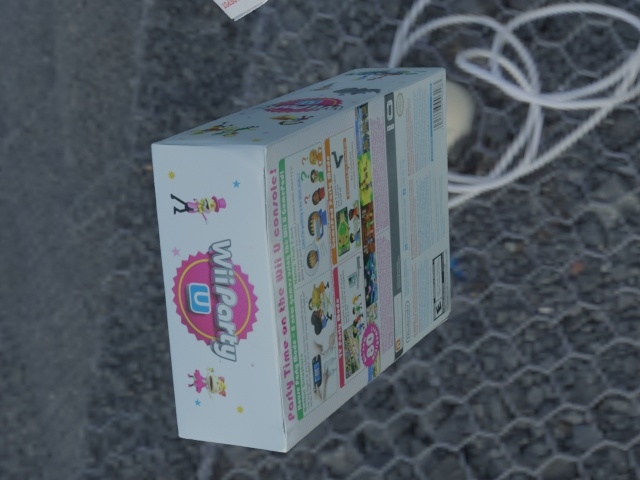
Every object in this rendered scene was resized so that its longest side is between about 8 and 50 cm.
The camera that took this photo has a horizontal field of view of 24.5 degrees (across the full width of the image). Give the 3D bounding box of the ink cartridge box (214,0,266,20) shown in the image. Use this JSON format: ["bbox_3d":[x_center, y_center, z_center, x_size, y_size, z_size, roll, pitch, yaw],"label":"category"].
[{"bbox_3d":[-0.125,-0.363,1.736,0.082,0.190,0.139,-50,15,-16],"label":"ink cartridge box"}]

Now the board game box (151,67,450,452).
[{"bbox_3d":[0.000,0.000,1.140,0.097,0.303,0.224,4,107,27],"label":"board game box"}]
